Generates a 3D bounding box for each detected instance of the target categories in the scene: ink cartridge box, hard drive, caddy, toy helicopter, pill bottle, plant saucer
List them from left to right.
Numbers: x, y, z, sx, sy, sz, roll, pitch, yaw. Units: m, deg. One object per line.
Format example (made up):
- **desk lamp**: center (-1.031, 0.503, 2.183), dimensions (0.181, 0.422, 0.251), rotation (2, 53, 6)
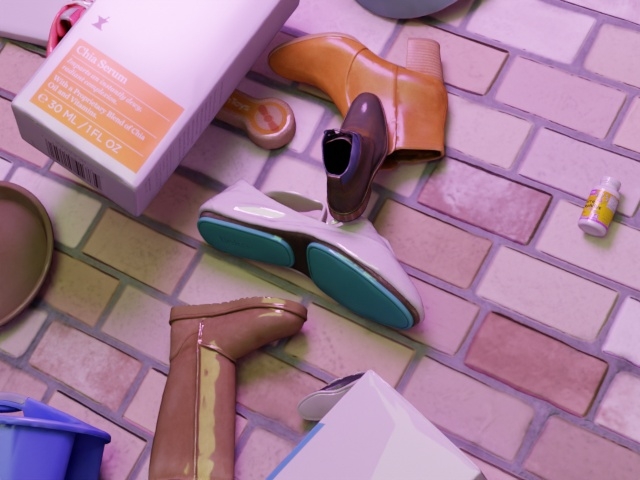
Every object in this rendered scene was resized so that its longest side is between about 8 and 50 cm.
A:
- **plant saucer**: center (-0.563, 0.032, 2.017), dimensions (0.278, 0.041, 0.278), rotation (-6, 67, 14)
- **caddy**: center (-0.475, 0.309, 1.766), dimensions (0.341, 0.241, 0.179), rotation (0, 74, 16)
- **hard drive**: center (-0.568, -0.470, 2.229), dimensions (0.308, 0.040, 0.203), rotation (15, 73, 21)
- **toy helicopter**: center (-0.193, -0.259, 2.005), dimensions (0.355, 0.140, 0.235), rotation (25, 67, 13)
- **ink cartridge box**: center (0.096, 0.333, 1.569), dimensions (0.198, 0.270, 0.197), rotation (-46, 62, -6)
- **pill bottle**: center (0.408, -0.051, 1.766), dimensions (0.043, 0.043, 0.083), rotation (19, 74, 23)

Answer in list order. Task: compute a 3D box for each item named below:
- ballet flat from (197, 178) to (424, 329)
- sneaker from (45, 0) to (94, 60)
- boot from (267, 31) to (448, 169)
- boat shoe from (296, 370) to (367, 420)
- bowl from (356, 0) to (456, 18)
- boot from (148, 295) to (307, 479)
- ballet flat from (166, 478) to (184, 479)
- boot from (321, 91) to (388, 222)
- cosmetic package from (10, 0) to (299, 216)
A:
- **ballet flat**: center (0.000, 0.000, 1.828), dimensions (0.400, 0.139, 0.139), rotation (23, 76, 24)
- **sneaker**: center (-0.394, -0.375, 2.085), dimensions (0.116, 0.136, 0.313), rotation (4, 69, 17)
- **boot**: center (0.052, -0.213, 1.905), dimensions (0.295, 0.104, 0.211), rotation (0, 68, 12)
- **boat shoe**: center (0.025, 0.223, 1.766), dimensions (0.125, 0.038, 0.046), rotation (-25, 105, 11)
- **bowl**: center (0.128, -0.530, 1.945), dimensions (0.312, 0.163, 0.311), rotation (-10, 70, 28)
- **boot**: center (-0.133, 0.227, 1.789), dimensions (0.236, 0.089, 0.269), rotation (-8, 66, 24)
- **ballet flat**: center (-0.193, 0.505, 1.675), dimensions (0.124, 0.116, 0.342), rotation (9, 74, -8)
- **boot**: center (0.051, -0.145, 1.777), dimensions (0.082, 0.106, 0.219), rotation (4, 63, 13)
- **cosmetic package**: center (-0.239, -0.291, 1.862), dimensions (0.230, 0.161, 0.453), rotation (34, 74, 2)
